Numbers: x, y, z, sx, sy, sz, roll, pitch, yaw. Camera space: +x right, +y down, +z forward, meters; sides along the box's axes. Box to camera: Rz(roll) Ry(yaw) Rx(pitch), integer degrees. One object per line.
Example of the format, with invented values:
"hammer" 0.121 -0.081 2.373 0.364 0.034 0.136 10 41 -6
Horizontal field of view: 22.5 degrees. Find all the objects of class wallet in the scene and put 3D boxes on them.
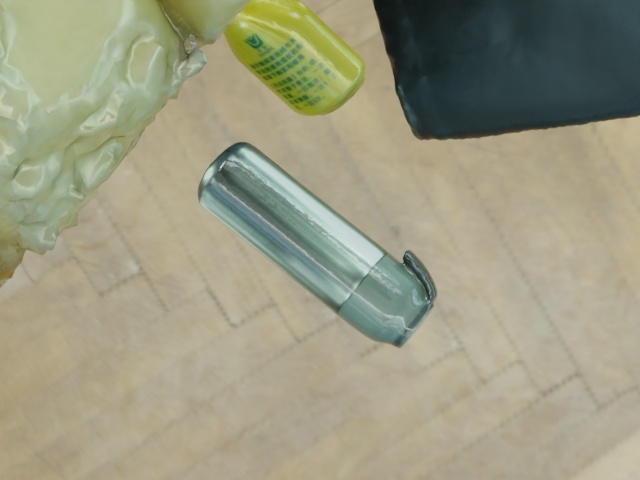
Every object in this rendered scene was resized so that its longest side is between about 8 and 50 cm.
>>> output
"wallet" 0.091 -0.204 0.704 0.041 0.247 0.323 -36 112 -44

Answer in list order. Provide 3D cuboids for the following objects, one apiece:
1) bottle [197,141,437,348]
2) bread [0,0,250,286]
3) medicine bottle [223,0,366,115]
"bottle" 0.000 0.000 1.555 0.254 0.079 0.096 39 102 7
"bread" -0.216 -0.195 0.770 0.279 0.371 0.390 -47 106 -20
"medicine bottle" -0.078 -0.257 1.814 0.111 0.076 0.309 -31 123 30
